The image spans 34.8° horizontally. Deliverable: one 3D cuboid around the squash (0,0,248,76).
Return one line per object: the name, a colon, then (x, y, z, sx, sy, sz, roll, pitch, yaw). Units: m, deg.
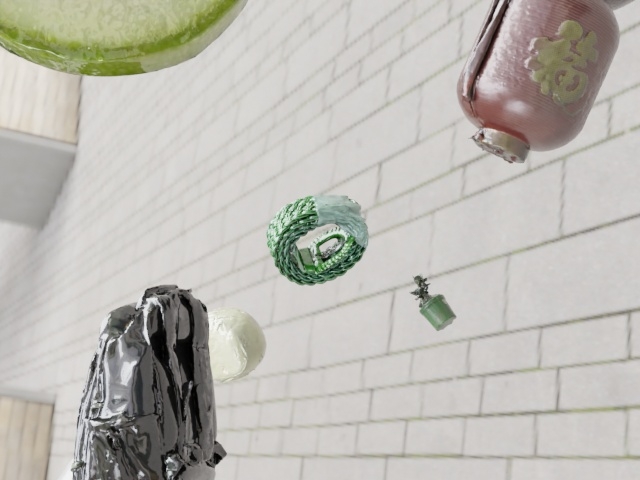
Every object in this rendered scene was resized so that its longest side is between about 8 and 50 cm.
squash: (-0.148, -0.218, 0.701, 0.041, 0.219, 0.219, 110, 167, -77)

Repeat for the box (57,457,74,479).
box: (-0.422, 0.494, 1.796, 0.206, 0.291, 0.262, -64, -5, -47)

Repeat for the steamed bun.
steamed bun: (-0.143, 0.158, 1.608, 0.130, 0.091, 0.112, -24, 96, 38)

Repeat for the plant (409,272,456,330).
plant: (0.174, 0.096, 1.651, 0.102, 0.051, 0.051, 54, 134, 24)

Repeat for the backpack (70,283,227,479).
backpack: (-0.173, 0.175, 1.076, 0.206, 0.133, 0.258, 18, -109, -73)

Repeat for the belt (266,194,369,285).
belt: (0.000, 0.000, 1.475, 0.079, 0.151, 0.121, -126, 14, -62)

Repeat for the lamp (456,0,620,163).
lamp: (0.264, -0.225, 1.263, 0.180, 0.180, 0.258, 19, 87, 67)

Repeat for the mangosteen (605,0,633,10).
mangosteen: (0.392, -0.471, 1.477, 0.300, 0.300, 0.300, -41, 43, 54)
